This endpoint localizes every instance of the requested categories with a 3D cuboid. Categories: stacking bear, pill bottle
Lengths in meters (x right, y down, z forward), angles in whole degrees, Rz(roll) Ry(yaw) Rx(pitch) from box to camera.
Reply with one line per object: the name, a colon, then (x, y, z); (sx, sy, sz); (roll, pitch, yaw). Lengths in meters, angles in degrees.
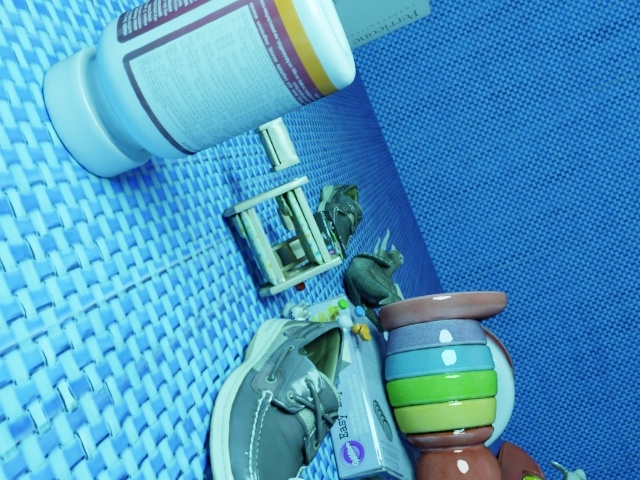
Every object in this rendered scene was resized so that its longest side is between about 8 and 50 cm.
stacking bear: (0.175, 0.227, 0.950); (0.164, 0.175, 0.289); (7, 70, -42)
pill bottle: (-0.094, -0.136, 0.543); (0.121, 0.221, 0.121); (-21, 90, -77)
pill bottle: (0.262, 0.270, 1.353); (0.407, 0.229, 0.229); (16, 54, -74)

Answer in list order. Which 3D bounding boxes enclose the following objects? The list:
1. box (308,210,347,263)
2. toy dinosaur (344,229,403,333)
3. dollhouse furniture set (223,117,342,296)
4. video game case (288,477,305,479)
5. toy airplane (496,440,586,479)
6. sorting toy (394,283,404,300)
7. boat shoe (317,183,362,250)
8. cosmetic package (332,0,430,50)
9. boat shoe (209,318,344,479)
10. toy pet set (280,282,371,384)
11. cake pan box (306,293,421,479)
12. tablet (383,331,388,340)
box: (0.000, 0.000, 1.094); (0.062, 0.052, 0.083); (-16, 84, -77)
toy dinosaur: (0.091, 0.088, 1.262); (0.160, 0.121, 0.313); (58, 17, 5)
dollhouse furniture set: (-0.072, -0.039, 0.854); (0.182, 0.101, 0.161); (67, -11, -7)
video game case: (-0.013, 0.293, 0.545); (0.143, 0.019, 0.157); (61, 35, -40)
toy airplane: (0.452, 0.634, 1.423); (0.386, 0.272, 0.384); (122, -27, -81)
sorting toy: (0.175, 0.136, 1.628); (0.075, 0.045, 0.083); (-96, 161, -70)
boat shoe: (0.041, -0.051, 1.290); (0.223, 0.073, 0.080); (-87, 153, -61)
cosmetic package: (-0.010, -0.596, 1.354); (0.393, 0.329, 0.327); (24, 46, -71)
boat shoe: (-0.028, 0.152, 0.652); (0.285, 0.092, 0.103); (-70, 140, -69)
toy pet set: (0.002, 0.127, 0.875); (0.122, 0.065, 0.114); (27, 33, -33)
cake pan box: (0.075, 0.237, 1.006); (0.267, 0.070, 0.246); (48, 27, -57)
tablet: (0.149, 0.232, 1.445); (0.054, 0.006, 0.083); (50, 24, -56)
